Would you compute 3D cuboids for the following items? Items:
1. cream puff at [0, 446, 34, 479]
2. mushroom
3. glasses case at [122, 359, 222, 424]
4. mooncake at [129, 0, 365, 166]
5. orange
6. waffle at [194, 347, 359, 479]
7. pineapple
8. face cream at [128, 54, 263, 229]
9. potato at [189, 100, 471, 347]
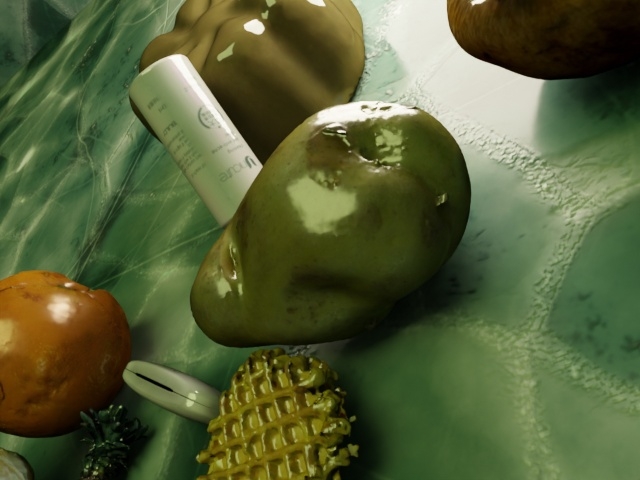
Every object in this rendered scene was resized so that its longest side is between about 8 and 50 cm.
[{"bbox_3d":[-0.501,0.382,0.786,0.378,0.276,0.378,-16,28,9],"label":"cream puff"},{"bbox_3d":[0.269,-0.314,0.633,0.345,0.259,0.346,-26,46,30],"label":"mushroom"},{"bbox_3d":[-0.180,0.188,0.843,0.193,0.074,0.049,5,68,48],"label":"glasses case"},{"bbox_3d":[-0.121,-0.283,1.052,0.378,0.200,0.379,-25,45,29],"label":"mooncake"},{"bbox_3d":[-0.386,0.156,0.943,0.240,0.240,0.240,-26,45,29],"label":"orange"},{"bbox_3d":[-0.038,0.207,0.666,0.197,0.070,0.193,9,85,47],"label":"waffle"},{"bbox_3d":[-0.287,0.314,0.839,0.083,0.103,0.221,9,62,11],"label":"pineapple"},{"bbox_3d":[-0.120,-0.084,0.856,0.092,0.311,0.092,-34,-1,-1],"label":"face cream"},{"bbox_3d":[-0.002,0.000,0.711,0.351,0.202,0.218,-38,30,28],"label":"potato"}]
